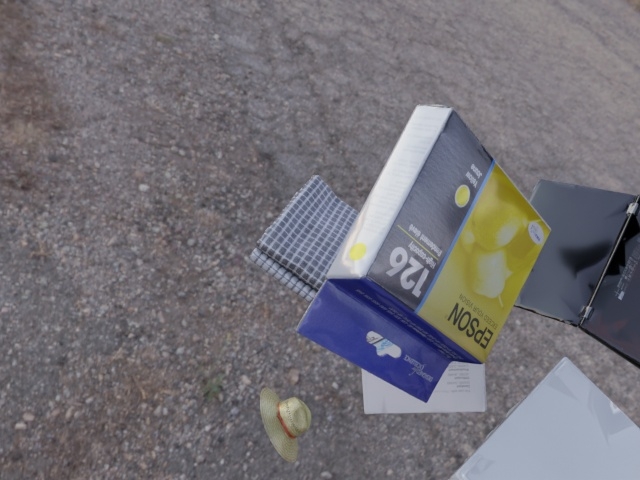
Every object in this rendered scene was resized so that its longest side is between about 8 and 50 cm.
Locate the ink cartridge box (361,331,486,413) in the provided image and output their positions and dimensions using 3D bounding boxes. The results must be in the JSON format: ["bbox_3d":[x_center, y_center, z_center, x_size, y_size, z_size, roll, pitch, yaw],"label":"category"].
[{"bbox_3d":[0.169,0.136,1.024,0.197,0.270,0.198,-4,2,8],"label":"ink cartridge box"}]

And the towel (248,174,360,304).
[{"bbox_3d":[0.000,0.000,1.385,0.235,0.121,0.283,34,47,0],"label":"towel"}]

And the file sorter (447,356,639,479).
[{"bbox_3d":[0.274,0.324,0.754,0.278,0.173,0.193,-26,64,-40],"label":"file sorter"}]

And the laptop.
[{"bbox_3d":[0.721,0.082,1.566,0.408,0.236,0.382,32,78,-11],"label":"laptop"}]

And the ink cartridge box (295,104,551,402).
[{"bbox_3d":[0.153,0.041,0.762,0.072,0.307,0.304,16,-15,47],"label":"ink cartridge box"}]

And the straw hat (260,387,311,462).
[{"bbox_3d":[-0.051,0.321,1.084,0.144,0.061,0.144,60,9,-16],"label":"straw hat"}]
